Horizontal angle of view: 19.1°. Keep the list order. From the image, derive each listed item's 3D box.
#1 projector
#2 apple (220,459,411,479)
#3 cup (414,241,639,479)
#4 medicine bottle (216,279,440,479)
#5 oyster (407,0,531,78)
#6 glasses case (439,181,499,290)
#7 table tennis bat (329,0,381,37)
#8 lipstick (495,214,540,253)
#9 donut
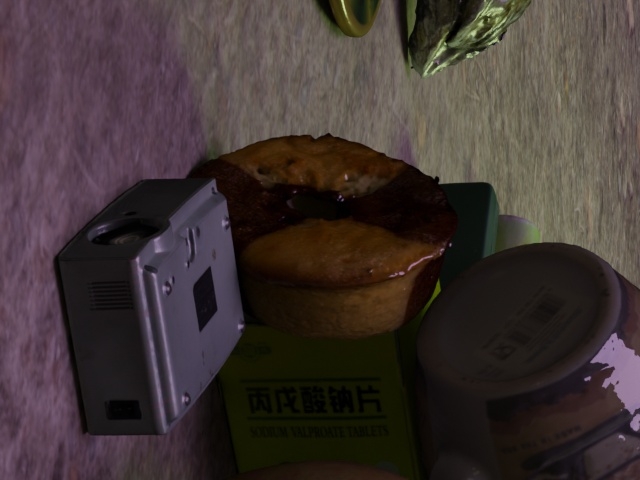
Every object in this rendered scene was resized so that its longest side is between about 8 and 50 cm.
[{"bbox_3d":[-0.094,0.035,1.124,0.147,0.061,0.115,-53,137,-65],"label":"projector"},{"bbox_3d":[0.000,0.255,1.088,0.234,0.257,0.257,47,44,-73],"label":"apple"},{"bbox_3d":[0.140,0.161,1.254,0.301,0.227,0.257,-48,129,-22],"label":"cup"},{"bbox_3d":[0.022,0.126,1.364,0.141,0.137,0.250,-61,145,-58],"label":"medicine bottle"},{"bbox_3d":[0.139,-0.327,1.819,0.162,0.158,0.351,8,87,-30],"label":"oyster"},{"bbox_3d":[0.122,0.029,1.801,0.039,0.078,0.184,66,28,-50],"label":"glasses case"},{"bbox_3d":[0.013,-0.285,1.538,0.321,0.050,0.198,50,43,-70],"label":"table tennis bat"},{"bbox_3d":[0.189,0.119,2.024,0.076,0.076,0.304,64,29,-53],"label":"lipstick"},{"bbox_3d":[0.000,0.000,1.243,0.166,0.184,0.073,-39,141,-42],"label":"donut"}]
